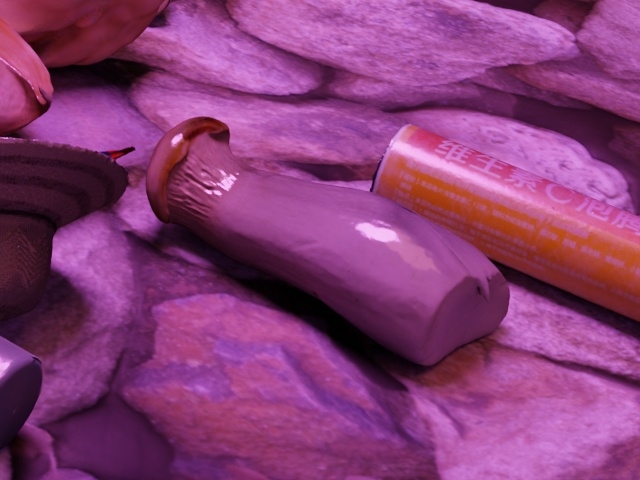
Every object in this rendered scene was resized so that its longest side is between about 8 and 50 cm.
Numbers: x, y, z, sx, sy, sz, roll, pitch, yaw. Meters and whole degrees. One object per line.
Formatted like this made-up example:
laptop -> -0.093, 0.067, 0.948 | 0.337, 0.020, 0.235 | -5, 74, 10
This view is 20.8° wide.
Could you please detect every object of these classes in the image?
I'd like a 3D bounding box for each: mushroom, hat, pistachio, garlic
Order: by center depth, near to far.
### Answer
hat -> -0.267, 0.010, 1.344 | 0.252, 0.252, 0.110 | 1, 73, -25
mushroom -> 0.000, 0.000, 1.528 | 0.329, 0.122, 0.159 | 26, -6, 16
garlic -> -0.324, -0.163, 1.605 | 0.207, 0.128, 0.115 | 29, 39, 5
pistachio -> -0.306, -0.282, 1.741 | 0.321, 0.229, 0.238 | 6, 55, 4

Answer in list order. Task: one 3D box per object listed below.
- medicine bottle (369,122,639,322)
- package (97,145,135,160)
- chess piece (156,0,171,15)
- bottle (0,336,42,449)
medicine bottle -> 0.252, 0.011, 1.625 | 0.426, 0.108, 0.108 | 23, 30, 15
package -> -0.248, -0.049, 1.509 | 0.083, 0.022, 0.200 | -11, 9, 34
chess piece -> -0.192, -0.311, 1.984 | 0.094, 0.094, 0.170 | 18, 21, 3
bottle -> -0.336, 0.057, 1.270 | 0.286, 0.082, 0.082 | 26, 31, 18
